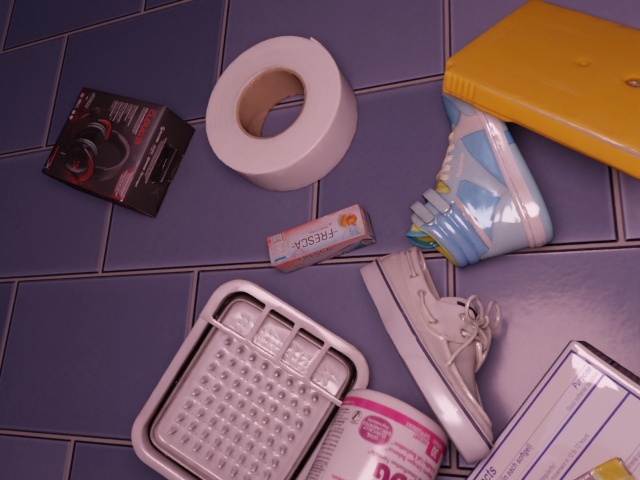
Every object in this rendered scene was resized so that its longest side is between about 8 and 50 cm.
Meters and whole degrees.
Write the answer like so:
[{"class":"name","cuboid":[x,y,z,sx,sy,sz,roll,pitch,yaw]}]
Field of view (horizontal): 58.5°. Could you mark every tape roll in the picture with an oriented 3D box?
[{"class":"tape roll","cuboid":[-0.074,-0.242,1.094,0.286,0.100,0.286,-8,71,22]}]

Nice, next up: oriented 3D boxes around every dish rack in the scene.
[{"class":"dish rack","cuboid":[-0.111,0.260,0.926,0.285,0.072,0.333,32,88,4]}]

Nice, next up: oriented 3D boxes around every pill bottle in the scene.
[{"class":"pill bottle","cuboid":[0.050,0.361,0.767,0.160,0.160,0.283,15,61,27]}]

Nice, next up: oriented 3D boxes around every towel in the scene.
[{"class":"towel","cuboid":[0.306,0.279,0.618,0.083,0.009,0.060,-38,67,19]}]

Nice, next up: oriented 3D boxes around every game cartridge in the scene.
[{"class":"game cartridge","cuboid":[0.382,-0.243,0.848,0.323,0.053,0.285,34,58,30]}]

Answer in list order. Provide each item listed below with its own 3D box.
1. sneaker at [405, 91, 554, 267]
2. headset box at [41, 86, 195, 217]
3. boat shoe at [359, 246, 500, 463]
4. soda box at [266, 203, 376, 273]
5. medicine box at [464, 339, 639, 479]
[{"class":"sneaker","cuboid":[0.208,-0.104,0.910,0.208,0.127,0.319,-25,65,14]},{"class":"headset box","cuboid":[-0.424,-0.190,1.227,0.293,0.110,0.218,19,82,28]},{"class":"boat shoe","cuboid":[0.182,0.126,0.804,0.156,0.136,0.367,-29,33,5]},{"class":"soda box","cuboid":[0.000,0.000,1.004,0.183,0.063,0.058,-19,67,18]},{"class":"medicine box","cuboid":[0.354,0.307,0.678,0.289,0.149,0.263,38,101,29]}]
